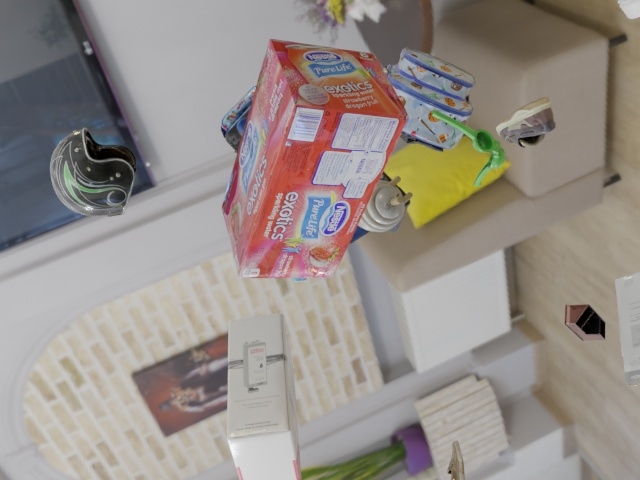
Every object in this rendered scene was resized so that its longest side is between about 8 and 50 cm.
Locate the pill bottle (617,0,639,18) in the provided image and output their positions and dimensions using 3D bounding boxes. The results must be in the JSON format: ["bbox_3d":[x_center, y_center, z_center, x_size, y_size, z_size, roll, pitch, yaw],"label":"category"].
[{"bbox_3d":[0.589,-0.558,1.374,0.229,0.131,0.131,48,175,-14],"label":"pill bottle"}]

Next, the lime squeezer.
[{"bbox_3d":[0.362,-0.216,1.615,0.110,0.059,0.310,18,165,38],"label":"lime squeezer"}]

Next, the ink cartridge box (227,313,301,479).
[{"bbox_3d":[-0.110,0.317,1.379,0.283,0.117,0.207,-98,0,-48],"label":"ink cartridge box"}]

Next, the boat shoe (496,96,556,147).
[{"bbox_3d":[0.517,-0.278,1.761,0.285,0.102,0.092,102,148,-84],"label":"boat shoe"}]

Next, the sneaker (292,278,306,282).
[{"bbox_3d":[0.000,0.000,1.486,0.087,0.228,0.092,1,121,50],"label":"sneaker"}]

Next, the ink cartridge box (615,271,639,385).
[{"bbox_3d":[0.797,0.175,1.460,0.130,0.309,0.272,34,-129,-29],"label":"ink cartridge box"}]

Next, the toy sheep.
[{"bbox_3d":[0.093,-0.056,1.102,0.091,0.091,0.132,66,158,2],"label":"toy sheep"}]

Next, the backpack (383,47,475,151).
[{"bbox_3d":[0.248,-0.326,1.661,0.263,0.276,0.213,-73,1,-59],"label":"backpack"}]

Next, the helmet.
[{"bbox_3d":[-0.458,-0.134,1.408,0.169,0.161,0.169,-166,90,-72],"label":"helmet"}]

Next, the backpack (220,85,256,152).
[{"bbox_3d":[-0.134,-0.252,1.578,0.117,0.158,0.173,43,-177,5],"label":"backpack"}]

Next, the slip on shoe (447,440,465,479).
[{"bbox_3d":[0.313,0.531,1.630,0.051,0.041,0.135,67,-163,-51],"label":"slip on shoe"}]

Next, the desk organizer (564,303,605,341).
[{"bbox_3d":[0.578,0.180,1.530,0.130,0.050,0.047,34,-121,-46],"label":"desk organizer"}]

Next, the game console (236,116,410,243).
[{"bbox_3d":[0.004,-0.111,1.293,0.293,0.173,0.250,49,168,12],"label":"game console"}]

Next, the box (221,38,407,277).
[{"bbox_3d":[-0.019,-0.081,0.797,0.257,0.128,0.123,113,150,-42],"label":"box"}]
